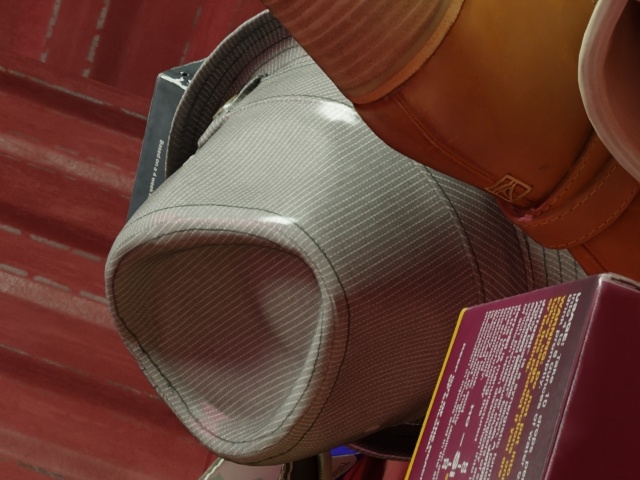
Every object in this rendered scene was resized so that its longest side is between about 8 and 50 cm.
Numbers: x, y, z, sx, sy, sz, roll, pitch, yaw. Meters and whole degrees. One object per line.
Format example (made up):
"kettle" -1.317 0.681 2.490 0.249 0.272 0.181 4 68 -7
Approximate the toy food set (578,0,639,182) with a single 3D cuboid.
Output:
"toy food set" 0.192 -0.178 0.634 0.306 0.092 0.219 -66 -5 33

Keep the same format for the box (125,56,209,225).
"box" 0.000 0.000 1.086 0.108 0.207 0.153 -25 -42 -51

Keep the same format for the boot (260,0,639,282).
"boot" 0.093 -0.123 0.776 0.109 0.220 0.283 -36 22 37

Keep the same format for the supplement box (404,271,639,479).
"supplement box" 0.093 0.067 0.546 0.188 0.104 0.080 143 145 -82

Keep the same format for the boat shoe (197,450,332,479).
"boat shoe" -0.074 0.194 1.047 0.081 0.069 0.227 36 98 45

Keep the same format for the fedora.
"fedora" -0.010 0.018 0.916 0.124 0.243 0.275 -33 5 -38

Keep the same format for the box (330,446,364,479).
"box" -0.025 0.113 1.400 0.126 0.072 0.137 122 140 -63
